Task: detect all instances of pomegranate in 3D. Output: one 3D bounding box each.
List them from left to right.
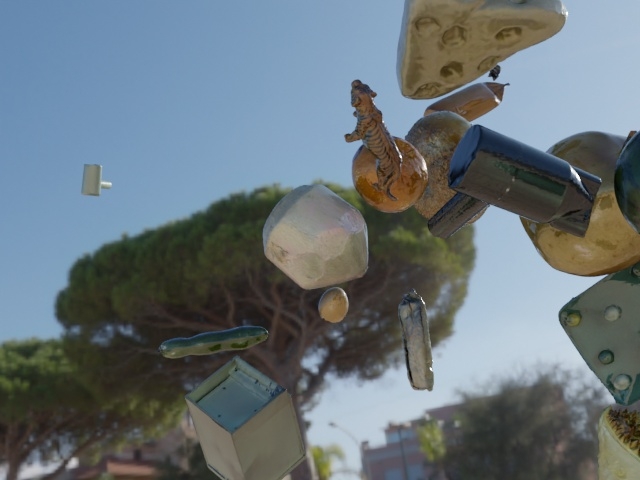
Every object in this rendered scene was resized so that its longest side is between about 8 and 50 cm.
[{"bbox_3d":[0.560,-0.085,1.775,0.319,0.319,0.319,-7,-21,-3],"label":"pomegranate"}]

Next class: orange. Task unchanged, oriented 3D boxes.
[{"bbox_3d":[0.151,-0.147,1.944,0.178,0.177,0.155,9,-55,-38],"label":"orange"}]

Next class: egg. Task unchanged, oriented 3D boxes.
[{"bbox_3d":[0.035,0.169,2.335,0.080,0.096,0.080,4,20,-1],"label":"egg"}]

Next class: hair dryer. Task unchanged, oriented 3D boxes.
[{"bbox_3d":[-0.447,-0.120,1.783,0.038,0.063,0.124,6,2,8],"label":"hair dryer"},{"bbox_3d":[0.310,-0.060,1.519,0.244,0.116,0.302,22,-27,-11],"label":"hair dryer"}]

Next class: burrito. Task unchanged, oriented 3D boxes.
[{"bbox_3d":[0.173,0.181,1.594,0.058,0.188,0.045,-11,-9,28],"label":"burrito"}]

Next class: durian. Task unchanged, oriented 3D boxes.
[{"bbox_3d":[0.556,0.406,1.540,0.139,0.252,0.144,8,29,28],"label":"durian"}]

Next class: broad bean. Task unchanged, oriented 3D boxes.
[{"bbox_3d":[-0.223,0.207,1.771,0.255,0.046,0.065,-10,0,16],"label":"broad bean"}]

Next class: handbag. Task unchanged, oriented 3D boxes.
[{"bbox_3d":[0.681,0.189,1.898,0.274,0.268,0.100,-39,-17,23],"label":"handbag"}]

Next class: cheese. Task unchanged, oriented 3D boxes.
[{"bbox_3d":[0.326,-0.424,1.918,0.351,0.129,0.328,1,-33,-13],"label":"cheese"}]

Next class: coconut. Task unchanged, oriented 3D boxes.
[{"bbox_3d":[0.000,0.000,1.895,0.224,0.234,0.224,-40,-18,-16],"label":"coconut"}]

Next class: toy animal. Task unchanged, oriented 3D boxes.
[{"bbox_3d":[0.099,-0.182,1.635,0.057,0.241,0.099,-29,10,-23],"label":"toy animal"}]

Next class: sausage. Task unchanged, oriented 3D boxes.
[{"bbox_3d":[0.462,-0.423,2.718,0.328,0.112,0.112,-28,-10,-30],"label":"sausage"}]

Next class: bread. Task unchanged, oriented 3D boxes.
[{"bbox_3d":[0.309,-0.175,2.239,0.159,0.305,0.305,-18,-15,-26],"label":"bread"}]

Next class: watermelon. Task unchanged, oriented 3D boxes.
[{"bbox_3d":[0.484,-0.071,1.161,0.188,0.214,0.188,14,-51,18],"label":"watermelon"}]

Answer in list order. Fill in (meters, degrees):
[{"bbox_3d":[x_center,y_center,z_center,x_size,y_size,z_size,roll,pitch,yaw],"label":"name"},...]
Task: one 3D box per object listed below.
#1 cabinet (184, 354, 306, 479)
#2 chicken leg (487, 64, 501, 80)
[{"bbox_3d":[-0.139,0.355,1.668,0.150,0.145,0.206,-36,-46,-29],"label":"cabinet"},{"bbox_3d":[0.412,-0.493,2.224,0.051,0.106,0.253,25,-25,34],"label":"chicken leg"}]
